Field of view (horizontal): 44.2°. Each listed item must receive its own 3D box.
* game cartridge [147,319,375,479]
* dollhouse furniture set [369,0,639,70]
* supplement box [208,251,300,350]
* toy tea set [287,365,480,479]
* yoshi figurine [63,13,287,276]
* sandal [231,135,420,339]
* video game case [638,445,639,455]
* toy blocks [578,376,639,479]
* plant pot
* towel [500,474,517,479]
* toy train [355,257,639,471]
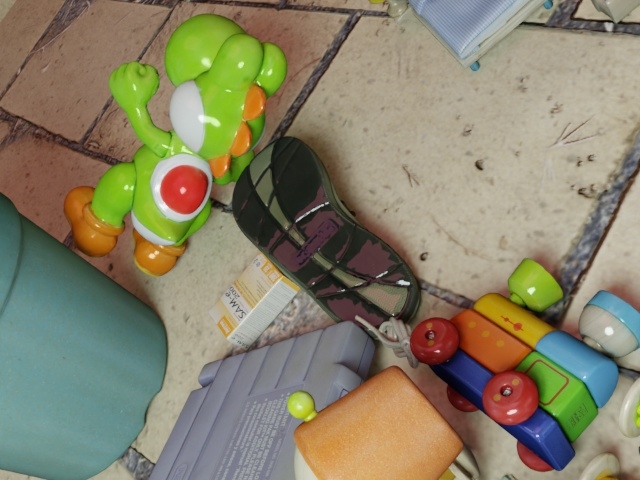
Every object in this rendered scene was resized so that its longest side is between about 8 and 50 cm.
[{"bbox_3d":[-0.081,0.240,0.708,0.230,0.068,0.355,-17,34,35],"label":"game cartridge"},{"bbox_3d":[0.191,-0.330,0.847,0.303,0.198,0.286,-39,43,14],"label":"dollhouse furniture set"},{"bbox_3d":[-0.078,0.070,0.920,0.098,0.036,0.062,-49,41,3],"label":"supplement box"},{"bbox_3d":[0.098,0.231,0.522,0.124,0.200,0.336,-41,51,-2],"label":"toy tea set"},{"bbox_3d":[-0.173,-0.135,0.989,0.362,0.203,0.203,-47,-3,30],"label":"yoshi figurine"},{"bbox_3d":[0.000,0.002,0.874,0.120,0.086,0.303,-40,57,4],"label":"sandal"},{"bbox_3d":[0.259,0.206,0.352,0.035,0.248,0.275,-7,67,-11],"label":"video game case"},{"bbox_3d":[0.265,0.172,0.534,0.148,0.054,0.123,25,80,48],"label":"toy blocks"},{"bbox_3d":[-0.388,0.120,0.934,0.341,0.334,0.341,-22,49,28],"label":"plant pot"},{"bbox_3d":[0.144,0.236,0.628,0.083,0.009,0.060,-51,41,0],"label":"towel"},{"bbox_3d":[0.147,0.071,0.683,0.143,0.105,0.248,-45,41,-8],"label":"toy train"}]
